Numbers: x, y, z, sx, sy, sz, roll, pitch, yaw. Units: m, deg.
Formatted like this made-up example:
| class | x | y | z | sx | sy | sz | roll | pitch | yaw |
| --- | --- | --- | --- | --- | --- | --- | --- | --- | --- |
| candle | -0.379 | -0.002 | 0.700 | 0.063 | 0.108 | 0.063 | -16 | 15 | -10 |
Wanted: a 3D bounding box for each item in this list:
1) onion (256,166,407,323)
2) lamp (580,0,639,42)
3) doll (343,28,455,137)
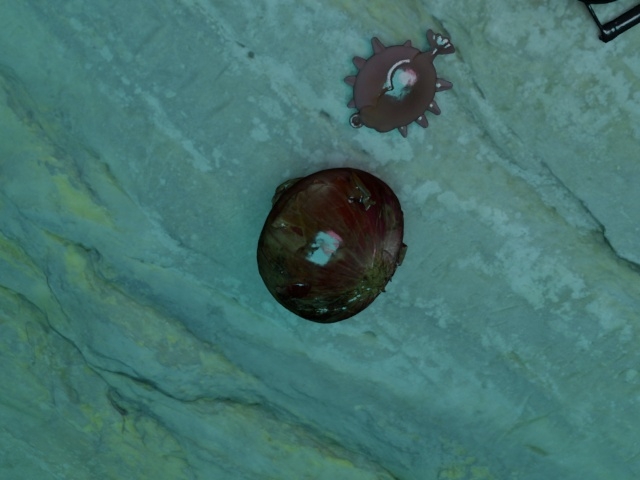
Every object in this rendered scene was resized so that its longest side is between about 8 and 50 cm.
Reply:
| class | x | y | z | sx | sy | sz | roll | pitch | yaw |
| --- | --- | --- | --- | --- | --- | --- | --- | --- | --- |
| onion | 0.027 | 0.005 | 1.403 | 0.353 | 0.353 | 0.354 | 1 | 111 | 4 |
| lamp | 0.494 | -0.523 | 1.191 | 0.205 | 0.272 | 0.374 | -29 | 105 | 30 |
| doll | 0.161 | -0.322 | 1.396 | 0.211 | 0.093 | 0.262 | 40 | 109 | -7 |
